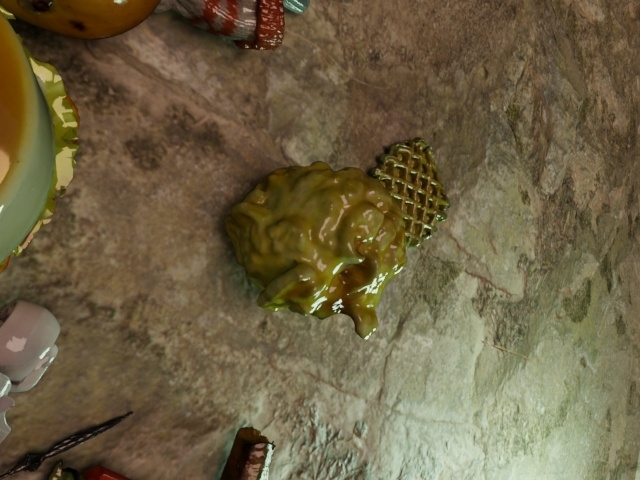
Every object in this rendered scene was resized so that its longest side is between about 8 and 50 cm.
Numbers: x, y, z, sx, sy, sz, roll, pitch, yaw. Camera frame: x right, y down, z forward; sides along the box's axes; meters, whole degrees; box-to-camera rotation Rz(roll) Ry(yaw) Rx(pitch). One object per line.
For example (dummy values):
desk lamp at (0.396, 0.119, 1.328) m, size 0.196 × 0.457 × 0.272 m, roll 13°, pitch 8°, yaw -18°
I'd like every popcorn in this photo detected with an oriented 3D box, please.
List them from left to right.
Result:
popcorn at (0.000, 0.012, 0.581) m, size 0.234 × 0.180 × 0.217 m, roll 1°, pitch 90°, yaw -40°

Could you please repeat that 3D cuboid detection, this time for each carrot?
carrot at (-0.111, 0.370, 0.570) m, size 0.070 × 0.070 × 0.261 m, roll 24°, pitch 75°, yaw -37°

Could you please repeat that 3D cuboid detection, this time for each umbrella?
umbrella at (-0.262, 0.212, 0.471) m, size 0.148 × 0.022 × 0.022 m, roll -13°, pitch 125°, yaw -39°

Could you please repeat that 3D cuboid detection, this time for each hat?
hat at (-0.129, -0.280, 0.532) m, size 0.162 × 0.093 × 0.112 m, roll -2°, pitch 81°, yaw -34°

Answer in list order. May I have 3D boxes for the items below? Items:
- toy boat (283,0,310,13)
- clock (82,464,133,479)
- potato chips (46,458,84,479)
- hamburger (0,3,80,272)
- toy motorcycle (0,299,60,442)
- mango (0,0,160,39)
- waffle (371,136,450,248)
toy boat at (-0.085, -0.444, 0.568) m, size 0.141 × 0.092 × 0.320 m, roll -45°, pitch 124°, yaw -31°
clock at (-0.211, 0.319, 0.492) m, size 0.155 × 0.061 × 0.113 m, roll 44°, pitch 65°, yaw -28°
potato chips at (-0.290, 0.304, 0.407) m, size 0.207 × 0.091 × 0.028 m, roll -49°, pitch 145°, yaw -27°
hamburger at (-0.332, -0.079, 0.309) m, size 0.294 × 0.179 × 0.276 m, roll 27°, pitch 71°, yaw -33°
toy motorcycle at (-0.313, 0.161, 0.371) m, size 0.112 × 0.112 × 0.254 m, roll 46°, pitch 64°, yaw -30°
mango at (-0.253, -0.316, 0.386) m, size 0.190 × 0.159 × 0.291 m, roll -28°, pitch 104°, yaw -26°
waffle at (0.157, -0.081, 0.805) m, size 0.169 × 0.036 × 0.184 m, roll -34°, pitch 110°, yaw -31°
